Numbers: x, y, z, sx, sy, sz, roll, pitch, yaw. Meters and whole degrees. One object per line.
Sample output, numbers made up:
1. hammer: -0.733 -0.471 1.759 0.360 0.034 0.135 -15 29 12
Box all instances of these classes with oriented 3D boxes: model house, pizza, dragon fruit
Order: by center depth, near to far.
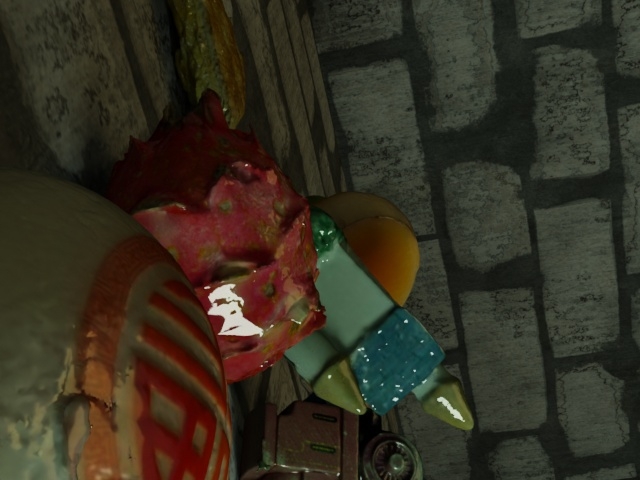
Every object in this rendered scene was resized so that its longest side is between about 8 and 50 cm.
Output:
1. dragon fruit: -0.103 -0.005 0.706 0.205 0.210 0.268 -20 -106 58
2. model house: 0.050 0.151 1.038 0.325 0.194 0.267 44 -6 18
3. pizza: -0.165 -0.293 1.064 0.280 0.075 0.288 -92 168 -66

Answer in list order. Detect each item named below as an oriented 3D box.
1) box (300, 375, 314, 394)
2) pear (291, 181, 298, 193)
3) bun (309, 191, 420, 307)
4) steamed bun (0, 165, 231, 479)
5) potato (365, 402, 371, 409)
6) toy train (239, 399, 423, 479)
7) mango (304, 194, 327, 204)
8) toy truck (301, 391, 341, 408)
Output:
1. box: -0.026 0.265 1.555 0.083 0.012 0.046 64 17 -59
2. pear: -0.076 -0.071 1.354 0.092 0.092 0.097 32 49 -79
3. bun: 0.029 0.045 1.406 0.165 0.299 0.299 41 -25 45
4. steamed bun: -0.135 0.097 0.386 0.283 0.177 0.283 -9 90 -82
5. potato: 0.064 0.348 1.751 0.118 0.109 0.178 29 43 -52
6. toy train: 0.008 0.347 0.981 0.150 0.221 0.305 128 -31 -53
7. mango: 0.000 0.000 1.635 0.293 0.142 0.175 -105 -177 -67
8. toy truck: -0.012 0.323 1.177 0.113 0.126 0.208 53 28 -62
